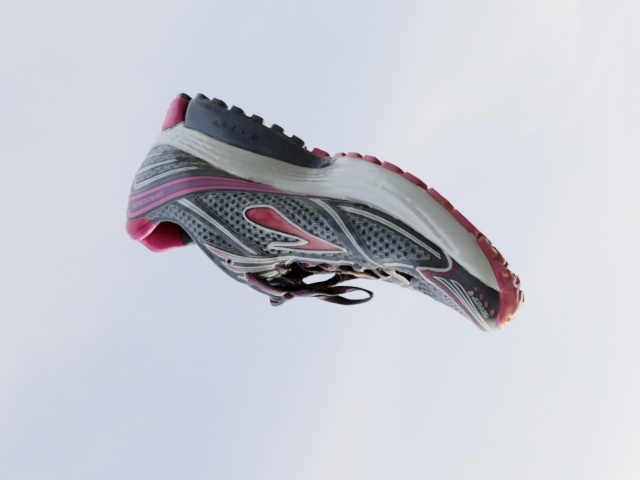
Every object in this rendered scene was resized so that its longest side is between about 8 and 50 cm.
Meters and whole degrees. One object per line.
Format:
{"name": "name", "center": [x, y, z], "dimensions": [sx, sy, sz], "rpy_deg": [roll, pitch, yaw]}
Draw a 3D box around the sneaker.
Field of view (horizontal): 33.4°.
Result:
{"name": "sneaker", "center": [0.000, 0.000, 0.740], "dimensions": [0.112, 0.299, 0.121], "rpy_deg": [-63, -28, -10]}
